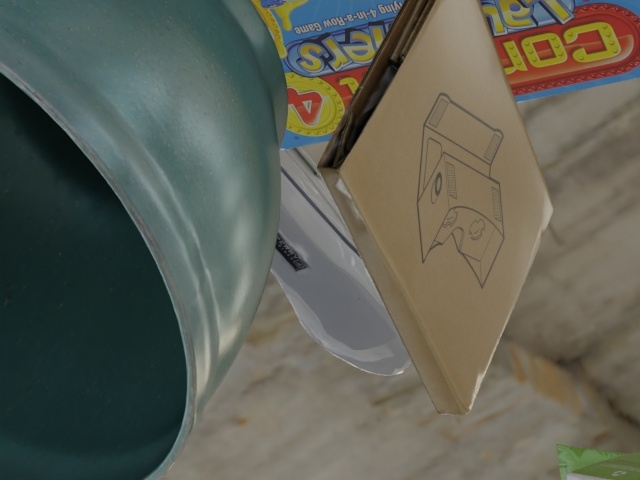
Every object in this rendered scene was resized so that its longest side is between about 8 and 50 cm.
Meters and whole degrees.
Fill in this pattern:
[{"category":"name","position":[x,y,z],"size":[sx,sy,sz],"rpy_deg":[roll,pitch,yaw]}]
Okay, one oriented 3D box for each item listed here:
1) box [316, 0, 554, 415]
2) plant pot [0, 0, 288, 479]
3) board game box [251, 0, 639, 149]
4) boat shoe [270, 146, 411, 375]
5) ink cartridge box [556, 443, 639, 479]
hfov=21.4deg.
[{"category":"box","position":[0.070,-0.027,0.920],"size":[0.021,0.164,0.201],"rpy_deg":[5,-40,30]},{"category":"plant pot","position":[-0.135,-0.043,0.831],"size":[0.196,0.293,0.293],"rpy_deg":[-49,-15,-42]},{"category":"board game box","position":[0.046,-0.217,1.080],"size":[0.308,0.086,0.302],"rpy_deg":[-10,-48,28]},{"category":"boat shoe","position":[0.000,0.000,1.417],"size":[0.096,0.088,0.267],"rpy_deg":[-20,-59,44]},{"category":"ink cartridge box","position":[0.301,0.318,1.737],"size":[0.097,0.189,0.255],"rpy_deg":[-12,4,-30]}]
